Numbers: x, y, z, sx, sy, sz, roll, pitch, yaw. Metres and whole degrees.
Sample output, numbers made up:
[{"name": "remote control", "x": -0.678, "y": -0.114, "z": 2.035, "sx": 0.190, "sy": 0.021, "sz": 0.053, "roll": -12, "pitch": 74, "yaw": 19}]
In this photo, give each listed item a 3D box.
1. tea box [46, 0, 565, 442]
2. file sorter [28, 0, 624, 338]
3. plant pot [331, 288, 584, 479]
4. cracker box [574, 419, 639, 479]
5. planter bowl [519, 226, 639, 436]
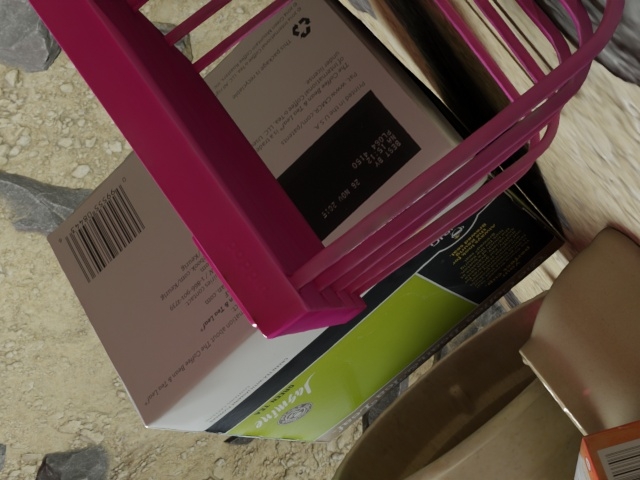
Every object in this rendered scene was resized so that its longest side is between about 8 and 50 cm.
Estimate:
[{"name": "tea box", "x": 0.000, "y": 0.000, "z": 0.895, "sx": 0.220, "sy": 0.329, "sz": 0.323, "roll": 55, "pitch": -166, "yaw": 29}, {"name": "file sorter", "x": 0.011, "y": -0.090, "z": 0.482, "sx": 0.202, "sy": 0.182, "sz": 0.290, "roll": 54, "pitch": -177, "yaw": 7}, {"name": "plant pot", "x": 0.230, "y": 0.257, "z": 0.932, "sx": 0.305, "sy": 0.334, "sz": 0.334, "roll": 51, "pitch": -176, "yaw": -1}, {"name": "cracker box", "x": 0.224, "y": 0.226, "z": 0.647, "sx": 0.232, "sy": 0.067, "sz": 0.156, "roll": 67, "pitch": -173, "yaw": -60}, {"name": "planter bowl", "x": 0.214, "y": 0.086, "z": 0.700, "sx": 0.162, "sy": 0.109, "sz": 0.162, "roll": 52, "pitch": -175, "yaw": -6}]
